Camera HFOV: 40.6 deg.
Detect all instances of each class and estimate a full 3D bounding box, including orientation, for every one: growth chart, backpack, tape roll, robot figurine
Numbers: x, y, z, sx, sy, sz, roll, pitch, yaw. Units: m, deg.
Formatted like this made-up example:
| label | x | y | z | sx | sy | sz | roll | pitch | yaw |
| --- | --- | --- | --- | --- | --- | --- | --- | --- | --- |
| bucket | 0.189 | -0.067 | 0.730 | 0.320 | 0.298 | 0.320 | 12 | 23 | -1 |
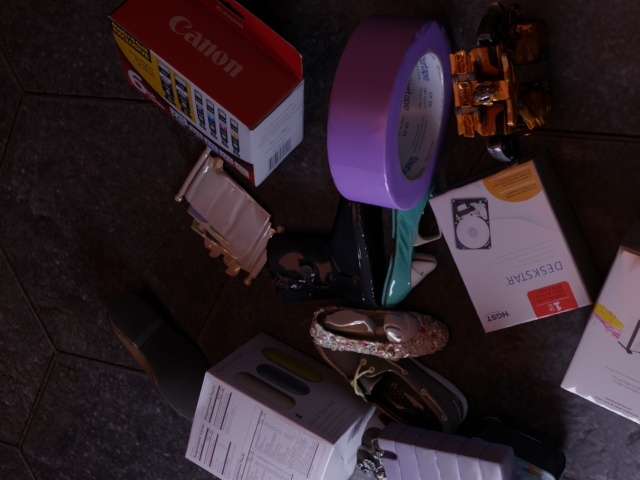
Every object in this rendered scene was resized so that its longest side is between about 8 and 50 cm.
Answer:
| label | x | y | z | sx | sy | sz | roll | pitch | yaw |
| --- | --- | --- | --- | --- | --- | --- | --- | --- | --- |
| growth chart | -0.174 | -0.043 | 1.610 | 0.237 | 0.021 | 0.172 | 48 | 122 | 7 |
| backpack | 0.304 | 0.417 | 1.437 | 0.165 | 0.144 | 0.188 | 21 | 125 | 21 |
| tape roll | 0.108 | -0.186 | 1.262 | 0.090 | 0.275 | 0.275 | 12 | 111 | 24 |
| robot figurine | 0.248 | -0.213 | 1.169 | 0.085 | 0.291 | 0.211 | -2 | 105 | 29 |

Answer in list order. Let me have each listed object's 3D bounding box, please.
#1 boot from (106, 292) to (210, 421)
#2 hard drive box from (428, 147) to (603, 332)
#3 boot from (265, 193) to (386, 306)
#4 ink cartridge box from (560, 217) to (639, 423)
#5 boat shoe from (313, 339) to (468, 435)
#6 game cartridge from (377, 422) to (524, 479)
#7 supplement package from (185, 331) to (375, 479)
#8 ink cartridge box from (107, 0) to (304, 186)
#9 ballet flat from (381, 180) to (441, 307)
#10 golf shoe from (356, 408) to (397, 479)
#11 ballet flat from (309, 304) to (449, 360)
| label | x | y | z | sx | sy | sz | roll | pitch | yaw |
| --- | --- | --- | --- | --- | --- | --- | --- | --- | --- |
| boot | -0.321 | 0.241 | 1.757 | 0.305 | 0.112 | 0.115 | 51 | 152 | 0 |
| hard drive box | 0.301 | 0.002 | 1.331 | 0.181 | 0.089 | 0.232 | -22 | 95 | 32 |
| boot | 0.000 | 0.000 | 1.487 | 0.207 | 0.094 | 0.247 | 3 | 114 | 23 |
| ink cartridge box | 0.473 | 0.116 | 1.227 | 0.168 | 0.171 | 0.233 | 24 | 116 | 19 |
| boat shoe | 0.110 | 0.238 | 1.508 | 0.305 | 0.091 | 0.109 | 32 | 118 | 16 |
| game cartridge | 0.229 | 0.467 | 1.384 | 0.230 | 0.068 | 0.355 | 1 | 114 | 34 |
| supplement package | -0.069 | 0.336 | 1.573 | 0.262 | 0.199 | 0.198 | 26 | 116 | 19 |
| ink cartridge box | -0.180 | -0.275 | 1.389 | 0.309 | 0.130 | 0.272 | 39 | 162 | 13 |
| ballet flat | 0.152 | 0.007 | 1.420 | 0.087 | 0.083 | 0.247 | 8 | 112 | 11 |
| golf shoe | 0.173 | 0.410 | 1.534 | 0.105 | 0.120 | 0.273 | -27 | 115 | 26 |
| ballet flat | 0.094 | 0.151 | 1.465 | 0.240 | 0.091 | 0.077 | -1 | 146 | 13 |
